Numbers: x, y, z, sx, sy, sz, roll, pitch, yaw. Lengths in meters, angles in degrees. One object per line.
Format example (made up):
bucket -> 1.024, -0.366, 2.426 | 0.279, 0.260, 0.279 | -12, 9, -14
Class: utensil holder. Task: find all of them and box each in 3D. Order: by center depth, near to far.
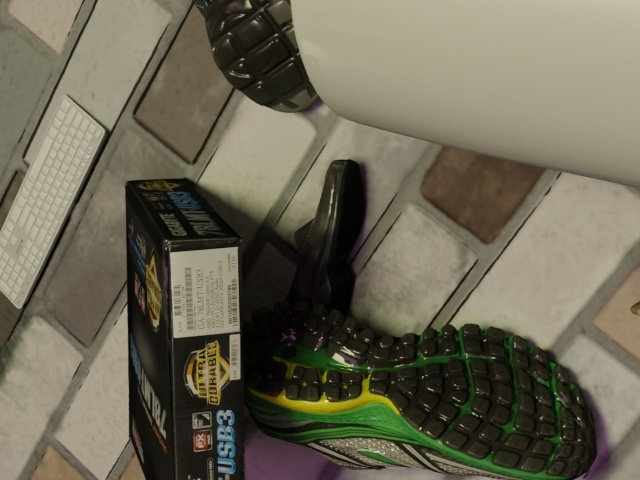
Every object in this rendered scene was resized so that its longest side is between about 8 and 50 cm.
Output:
utensil holder -> 0.218, -0.198, 0.744 | 0.386, 0.328, 0.327 | 16, 108, 26

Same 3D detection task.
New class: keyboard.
keyboard -> -0.315, -0.040, 1.221 | 0.072, 0.014, 0.256 | 38, 115, 15

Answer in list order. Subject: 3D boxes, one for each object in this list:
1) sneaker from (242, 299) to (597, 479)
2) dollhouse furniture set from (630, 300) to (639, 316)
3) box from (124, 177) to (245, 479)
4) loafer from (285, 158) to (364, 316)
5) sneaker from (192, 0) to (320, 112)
sneaker -> 0.087, 0.155, 1.016 | 0.344, 0.134, 0.146 | 13, 144, 17
dollhouse furniture set -> 0.319, 0.128, 0.851 | 0.101, 0.161, 0.181 | -26, 88, 29
box -> -0.134, 0.108, 1.027 | 0.073, 0.295, 0.293 | -2, 104, -17
loafer -> 0.000, 0.000, 1.044 | 0.061, 0.062, 0.170 | 18, 108, 26
sneaker -> -0.079, -0.243, 1.015 | 0.101, 0.106, 0.267 | -30, 107, 24
